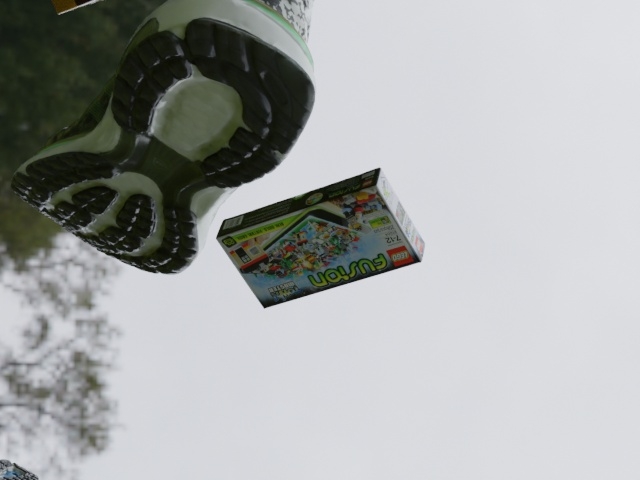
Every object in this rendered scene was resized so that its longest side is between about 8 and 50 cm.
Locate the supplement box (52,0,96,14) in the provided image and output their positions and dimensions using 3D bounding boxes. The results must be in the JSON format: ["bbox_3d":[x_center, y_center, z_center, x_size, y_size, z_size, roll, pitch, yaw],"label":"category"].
[{"bbox_3d":[-0.131,-0.300,1.152,0.194,0.191,0.129,-17,-78,22],"label":"supplement box"}]

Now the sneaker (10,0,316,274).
[{"bbox_3d":[-0.103,-0.105,1.043,0.410,0.158,0.182,-31,-152,53],"label":"sneaker"}]

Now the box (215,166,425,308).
[{"bbox_3d":[0.000,0.000,1.490,0.207,0.114,0.036,-18,-149,26],"label":"box"}]

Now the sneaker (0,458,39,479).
[{"bbox_3d":[-0.348,0.274,1.360,0.063,0.162,0.073,25,-83,21],"label":"sneaker"}]
